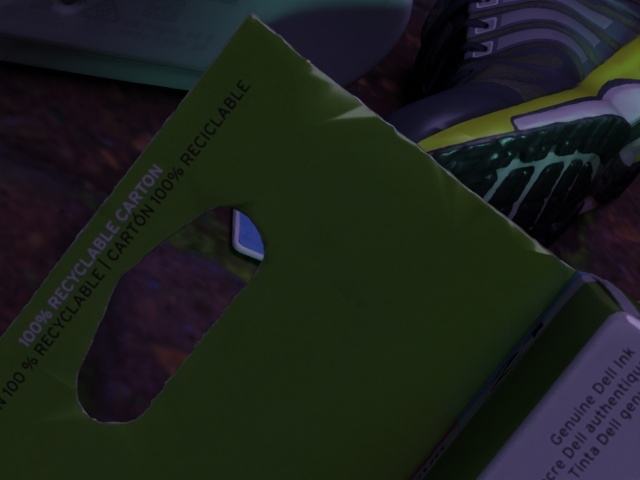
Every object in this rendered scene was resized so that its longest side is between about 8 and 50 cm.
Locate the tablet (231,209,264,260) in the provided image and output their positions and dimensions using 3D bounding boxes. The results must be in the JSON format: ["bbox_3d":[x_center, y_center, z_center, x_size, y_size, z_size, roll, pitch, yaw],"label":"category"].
[{"bbox_3d":[0.000,0.000,0.704,0.083,0.006,0.054,23,40,-20],"label":"tablet"}]

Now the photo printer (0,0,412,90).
[{"bbox_3d":[-0.114,-0.213,0.740,0.256,0.107,0.307,6,48,-37],"label":"photo printer"}]

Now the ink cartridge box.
[{"bbox_3d":[0.022,0.085,0.470,0.255,0.189,0.097,38,6,-2],"label":"ink cartridge box"}]

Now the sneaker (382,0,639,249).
[{"bbox_3d":[0.084,-0.063,0.778,0.121,0.111,0.300,39,30,15],"label":"sneaker"}]

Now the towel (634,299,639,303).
[{"bbox_3d":[0.239,0.063,0.750,0.275,0.031,0.199,0,20,-41],"label":"towel"}]
